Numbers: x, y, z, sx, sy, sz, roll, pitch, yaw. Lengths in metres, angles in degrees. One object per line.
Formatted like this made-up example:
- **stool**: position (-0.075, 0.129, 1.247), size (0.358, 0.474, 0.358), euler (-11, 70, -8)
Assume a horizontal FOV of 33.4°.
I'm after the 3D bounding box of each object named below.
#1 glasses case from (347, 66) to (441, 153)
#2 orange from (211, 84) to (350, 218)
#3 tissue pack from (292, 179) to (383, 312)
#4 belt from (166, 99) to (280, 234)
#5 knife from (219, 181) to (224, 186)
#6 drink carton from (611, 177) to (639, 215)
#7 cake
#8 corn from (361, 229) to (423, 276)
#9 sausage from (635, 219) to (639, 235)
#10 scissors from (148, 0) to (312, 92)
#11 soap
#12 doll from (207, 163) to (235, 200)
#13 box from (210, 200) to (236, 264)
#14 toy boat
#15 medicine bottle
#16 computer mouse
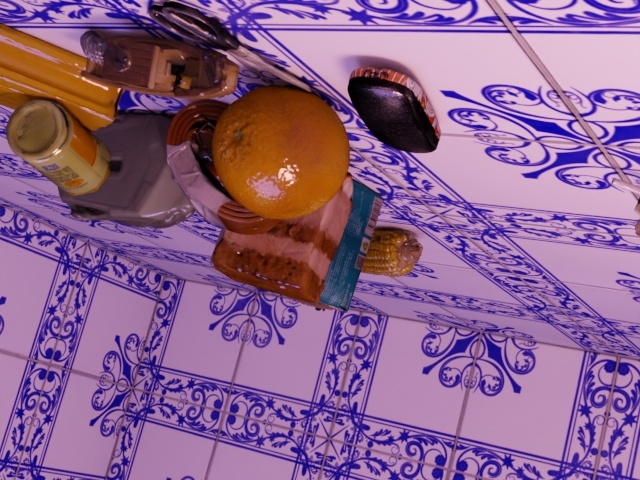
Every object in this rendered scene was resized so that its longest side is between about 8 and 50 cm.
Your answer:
- **glasses case**: position (0.115, -0.194, 1.620), size (0.103, 0.067, 0.266), euler (10, 167, 18)
- **orange**: position (-0.062, -0.143, 1.731), size (0.236, 0.236, 0.236), euler (14, 169, 3)
- **tissue pack**: position (0.000, 0.000, 2.234), size (0.134, 0.271, 0.192), euler (10, 167, 44)
- **belt**: position (-0.170, -0.128, 1.931), size (0.261, 0.184, 0.105), euler (44, 173, 10)
- **knife**: position (-0.159, -0.131, 2.076), size (0.256, 0.022, 0.046), euler (-28, -178, 20)
- **drink carton**: position (0.560, -0.057, 1.690), size (0.200, 0.084, 0.074), euler (18, -168, -20)
- **cake**: position (-0.062, -0.043, 2.044), size (0.198, 0.293, 0.196), euler (17, 172, 18)
- **corn**: position (0.136, 0.028, 2.612), size (0.119, 0.119, 0.322), euler (21, 172, -29)
- **sausage**: position (0.633, -0.010, 1.954), size (0.107, 0.031, 0.031), euler (16, 169, -4)
- **scissors**: position (-0.121, -0.286, 1.602), size (0.300, 0.022, 0.109), euler (22, 171, -38)
- **soap**: position (-0.525, -0.292, 1.909), size (0.324, 0.096, 0.204), euler (20, 168, -25)
- **doll**: position (-0.232, -0.134, 2.241), size (0.161, 0.130, 0.290), euler (27, 159, -38)
- **box**: position (-0.119, 0.003, 2.432), size (0.262, 0.206, 0.291), euler (23, -179, -32)
- **toy boat**: position (-0.256, -0.268, 1.639), size (0.321, 0.089, 0.121), euler (14, -174, 35)
- **medicine bottle**: position (-0.464, -0.162, 1.928), size (0.124, 0.124, 0.239), euler (13, 169, 12)
- **computer mouse**: position (-0.365, -0.136, 2.166), size (0.429, 0.228, 0.145), euler (4, 170, 39)
